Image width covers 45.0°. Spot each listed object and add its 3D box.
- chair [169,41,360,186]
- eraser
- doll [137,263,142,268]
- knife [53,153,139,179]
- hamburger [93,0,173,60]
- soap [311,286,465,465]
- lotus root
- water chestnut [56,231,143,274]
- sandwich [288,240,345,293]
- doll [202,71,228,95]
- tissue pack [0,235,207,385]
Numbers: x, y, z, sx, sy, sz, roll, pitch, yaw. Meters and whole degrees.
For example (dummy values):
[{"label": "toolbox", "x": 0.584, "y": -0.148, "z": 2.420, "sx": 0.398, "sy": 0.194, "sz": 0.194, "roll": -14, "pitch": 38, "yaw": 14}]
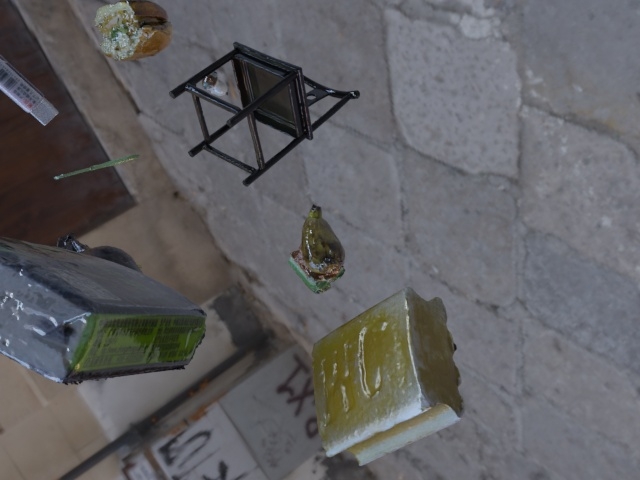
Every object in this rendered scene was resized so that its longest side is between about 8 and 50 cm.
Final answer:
[{"label": "chair", "x": -0.079, "y": -0.223, "z": 1.205, "sx": 0.154, "sy": 0.260, "sz": 0.141, "roll": 29, "pitch": 147, "yaw": 31}, {"label": "eraser", "x": -0.779, "y": -0.395, "z": 1.987, "sx": 0.210, "sy": 0.068, "sz": 0.124, "roll": 46, "pitch": 172, "yaw": -32}, {"label": "doll", "x": -0.462, "y": 0.148, "z": 1.958, "sx": 0.241, "sy": 0.098, "sz": 0.135, "roll": 59, "pitch": 163, "yaw": 9}, {"label": "knife", "x": -0.537, "y": -0.178, "z": 1.860, "sx": 0.030, "sy": 0.207, "sz": 0.014, "roll": -148, "pitch": 42, "yaw": -69}, {"label": "hamburger", "x": -0.458, "y": -0.532, "z": 1.965, "sx": 0.283, "sy": 0.156, "sz": 0.144, "roll": 12, "pitch": 107, "yaw": 53}, {"label": "soap", "x": 0.140, "y": 0.304, "z": 1.707, "sx": 0.335, "sy": 0.156, "sz": 0.294, "roll": -35, "pitch": 44, "yaw": 38}, {"label": "lotus root", "x": 0.000, "y": 0.000, "z": 1.994, "sx": 0.094, "sy": 0.108, "sz": 0.191, "roll": 117, "pitch": 144, "yaw": -52}, {"label": "water chestnut", "x": -0.507, "y": 0.129, "z": 1.683, "sx": 0.244, "sy": 0.289, "sz": 0.289, "roll": 39, "pitch": 152, "yaw": 49}, {"label": "sandwich", "x": -0.024, "y": 0.045, "z": 2.169, "sx": 0.184, "sy": 0.109, "sz": 0.160, "roll": 36, "pitch": 152, "yaw": 42}, {"label": "doll", "x": -0.216, "y": -0.316, "z": 1.556, "sx": 0.058, "sy": 0.040, "sz": 0.085, "roll": 38, "pitch": -178, "yaw": -32}, {"label": "tissue pack", "x": -0.362, "y": 0.092, "z": 1.128, "sx": 0.288, "sy": 0.124, "sz": 0.394, "roll": 23, "pitch": 179, "yaw": 13}]
